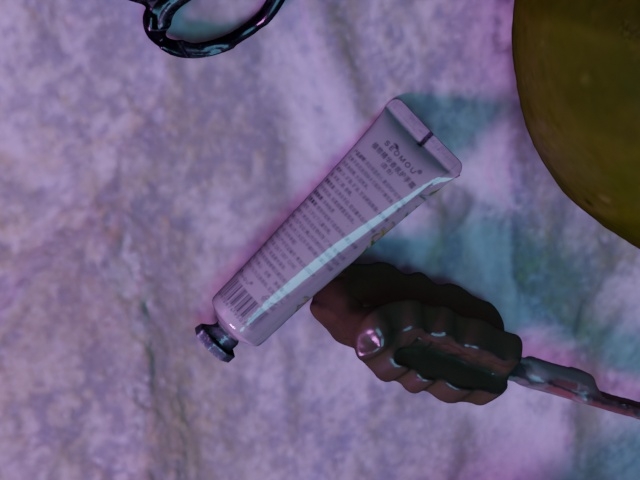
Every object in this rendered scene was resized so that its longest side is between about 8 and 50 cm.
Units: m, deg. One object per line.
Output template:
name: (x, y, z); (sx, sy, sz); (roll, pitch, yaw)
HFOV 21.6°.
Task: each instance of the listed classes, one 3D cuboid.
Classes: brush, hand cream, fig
brush: (0.131, 0.087, 1.116); (0.301, 0.084, 0.071); (19, 106, -30)
hand cream: (0.000, 0.000, 1.049); (0.194, 0.067, 0.042); (-44, 156, 6)
fig: (0.264, -0.111, 0.927); (0.316, 0.316, 0.316); (-7, 116, -14)

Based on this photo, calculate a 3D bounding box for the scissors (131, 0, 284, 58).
scissors: (0.014, -0.216, 0.968); (0.300, 0.022, 0.109); (-35, 123, 0)
